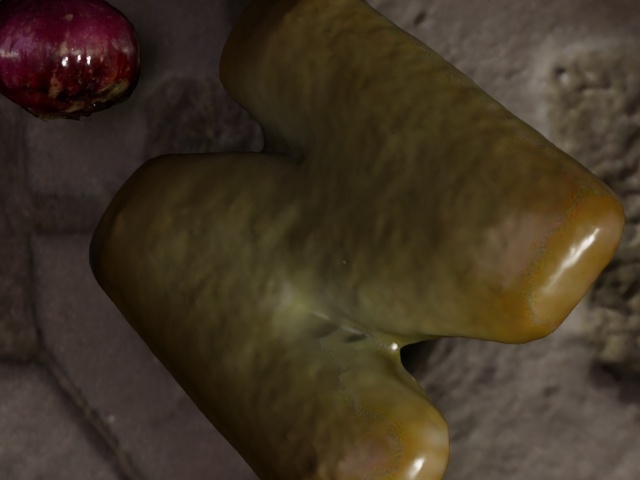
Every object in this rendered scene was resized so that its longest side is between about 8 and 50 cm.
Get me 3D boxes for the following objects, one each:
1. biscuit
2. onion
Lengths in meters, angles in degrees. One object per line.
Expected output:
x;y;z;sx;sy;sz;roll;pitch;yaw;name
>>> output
0.000;0.000;0.779;0.237;0.062;0.290;-53;51;11;biscuit
-0.164;-0.122;0.907;0.107;0.107;0.097;14;101;36;onion
